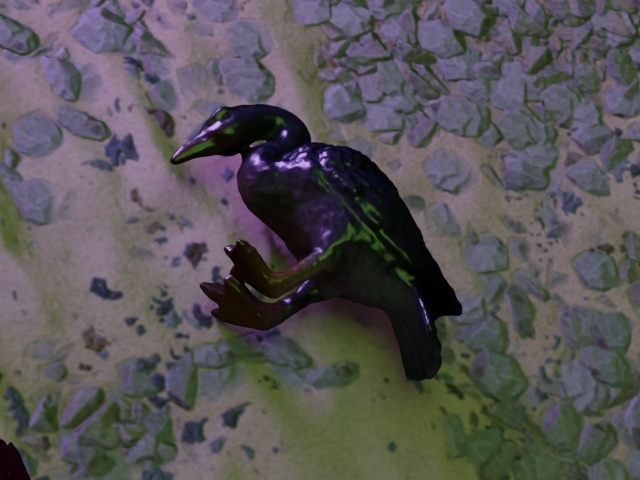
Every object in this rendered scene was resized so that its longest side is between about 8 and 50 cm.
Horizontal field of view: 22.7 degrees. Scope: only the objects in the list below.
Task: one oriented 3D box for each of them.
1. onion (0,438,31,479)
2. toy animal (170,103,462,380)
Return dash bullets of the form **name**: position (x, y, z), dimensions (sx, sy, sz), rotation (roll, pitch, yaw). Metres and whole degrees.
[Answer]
- **onion**: position (-0.359, 0.219, 1.002), dimensions (0.358, 0.358, 0.345), rotation (7, 85, -14)
- **toy animal**: position (0.000, 0.000, 1.379), dimensions (0.298, 0.122, 0.185), rotation (32, 51, 13)
